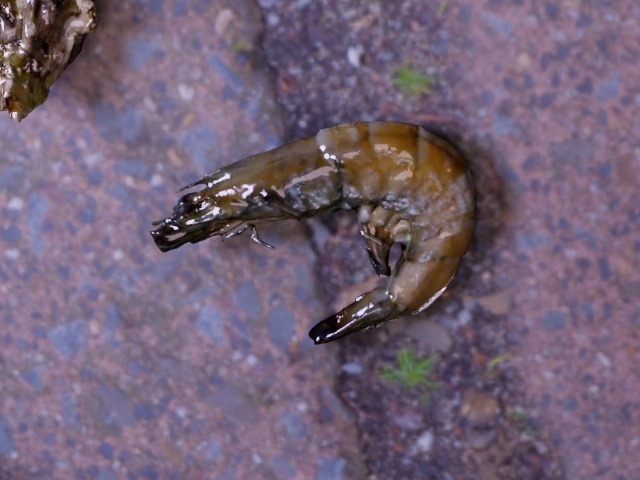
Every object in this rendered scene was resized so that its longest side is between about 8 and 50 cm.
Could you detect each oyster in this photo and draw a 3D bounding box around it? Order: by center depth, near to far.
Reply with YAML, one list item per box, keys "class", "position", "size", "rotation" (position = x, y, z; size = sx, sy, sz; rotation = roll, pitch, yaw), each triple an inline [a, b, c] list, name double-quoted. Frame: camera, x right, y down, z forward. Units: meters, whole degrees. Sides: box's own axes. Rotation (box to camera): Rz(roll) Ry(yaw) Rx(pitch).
- class: "oyster"
  position: [-0.191, -0.163, 1.227]
  size: [0.108, 0.053, 0.166]
  rotation: [-10, 102, 1]

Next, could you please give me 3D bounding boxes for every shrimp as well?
- class: "shrimp"
  position: [0.000, 0.000, 1.264]
  size: [0.217, 0.051, 0.150]
  rotation: [-13, 115, 8]
